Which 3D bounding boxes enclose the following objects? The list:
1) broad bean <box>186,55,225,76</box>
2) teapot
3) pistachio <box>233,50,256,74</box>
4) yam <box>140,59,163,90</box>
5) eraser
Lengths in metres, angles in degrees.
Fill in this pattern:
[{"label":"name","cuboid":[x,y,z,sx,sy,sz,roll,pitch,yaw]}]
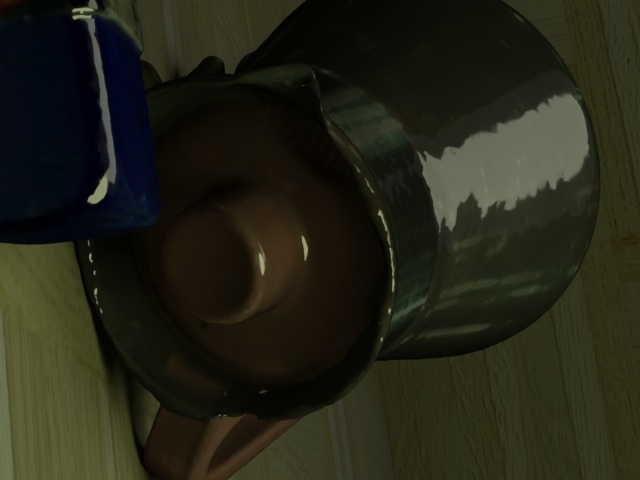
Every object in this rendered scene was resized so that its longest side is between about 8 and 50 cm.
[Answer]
[{"label":"broad bean","cuboid":[-0.113,-0.107,1.537,0.061,0.046,0.195,93,-3,-58]},{"label":"teapot","cuboid":[0.000,0.000,1.190,0.362,0.306,0.376,-25,143,-57]},{"label":"pistachio","cuboid":[-0.033,-0.064,1.640,0.181,0.162,0.293,42,-27,33]},{"label":"yam","cuboid":[-0.120,-0.035,1.290,0.253,0.061,0.061,74,8,-49]},{"label":"eraser","cuboid":[-0.163,-0.166,0.921,0.155,0.102,0.332,37,44,-83]}]
